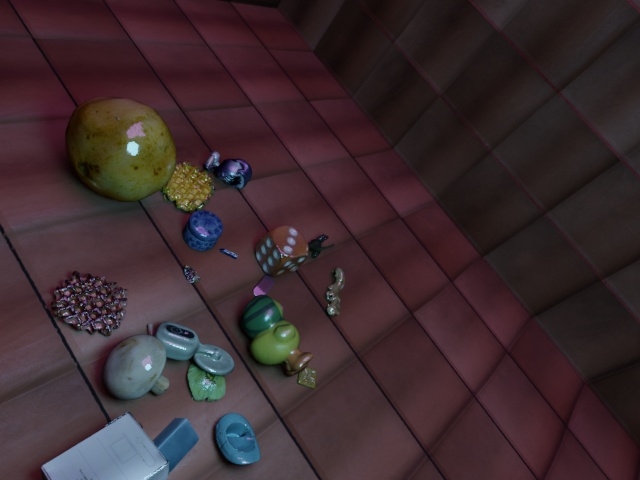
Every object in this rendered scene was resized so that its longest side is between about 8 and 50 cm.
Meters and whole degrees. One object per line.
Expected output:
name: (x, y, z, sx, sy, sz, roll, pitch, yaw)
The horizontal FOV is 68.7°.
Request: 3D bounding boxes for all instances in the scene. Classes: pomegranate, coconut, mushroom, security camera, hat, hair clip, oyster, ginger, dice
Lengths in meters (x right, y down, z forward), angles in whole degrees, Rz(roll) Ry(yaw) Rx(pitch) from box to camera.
pomegranate: (-0.746, -0.359, 1.794, 0.417, 0.416, 0.416, 22, 45, -23)
coconut: (-0.394, 0.487, 1.616, 0.158, 0.055, 0.133, 40, 39, -2)
mushroom: (-0.558, 0.409, 1.470, 0.215, 0.208, 0.207, 55, 30, -37)
security camera: (-0.430, 0.374, 1.629, 0.302, 0.080, 0.157, 25, 12, -19)
hat: (-0.277, 0.667, 1.543, 0.138, 0.077, 0.191, 13, 30, -42)
hair clip: (-0.240, 0.194, 2.017, 0.054, 0.022, 0.137, 43, 40, -5)
oyster: (-0.512, 0.130, 1.853, 0.083, 0.019, 0.054, 52, 41, 10)
ginger: (0.067, 0.232, 2.204, 0.089, 0.075, 0.287, 22, 48, -16)
dice: (-0.174, 0.047, 2.083, 0.179, 0.175, 0.173, -13, 66, -41)

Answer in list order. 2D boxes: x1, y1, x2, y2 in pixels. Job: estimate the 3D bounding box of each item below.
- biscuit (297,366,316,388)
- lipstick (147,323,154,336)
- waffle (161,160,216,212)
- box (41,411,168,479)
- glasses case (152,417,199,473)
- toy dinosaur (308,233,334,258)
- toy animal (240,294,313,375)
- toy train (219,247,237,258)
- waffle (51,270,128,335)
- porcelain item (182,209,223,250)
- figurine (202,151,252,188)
biscuit: (-0.052, 0.543, 1.871, 0.081, 0.018, 0.083, 26, 44, -20)
lipstick: (-0.584, 0.334, 1.620, 0.019, 0.019, 0.094, 4, 53, -37)
waffle: (-0.584, -0.246, 2.090, 0.262, 0.060, 0.280, -5, 60, -41)
box: (-0.570, 0.622, 1.257, 0.203, 0.106, 0.252, 36, 39, 25)
glasses case: (-0.483, 0.654, 1.398, 0.105, 0.056, 0.266, 44, 40, 3)
toy dinosaur: (0.000, 0.000, 2.258, 0.087, 0.179, 0.187, 34, 38, -12)
toy animal: (-0.187, 0.367, 1.785, 0.191, 0.216, 0.338, -28, 71, -21)
toy train: (-0.396, 0.054, 2.015, 0.083, 0.017, 0.017, 28, 41, -16)
waffle: (-0.764, 0.206, 1.561, 0.234, 0.055, 0.221, 26, 41, -27)
porcelain item: (-0.488, -0.043, 1.951, 0.147, 0.114, 0.147, 22, 44, -22)
figurine: (-0.437, -0.343, 2.239, 0.222, 0.145, 0.145, 29, 42, -14)
